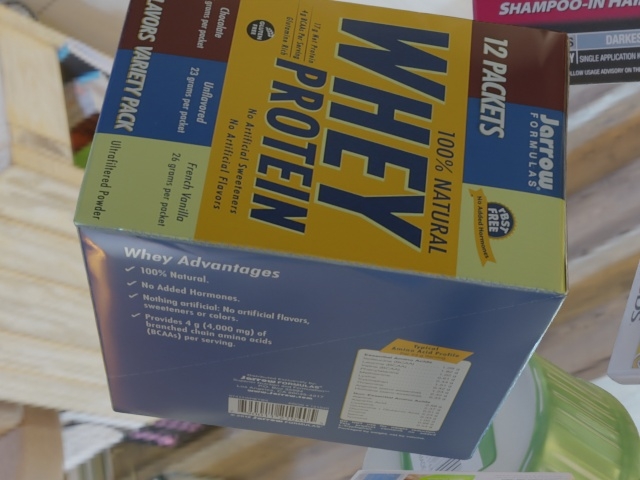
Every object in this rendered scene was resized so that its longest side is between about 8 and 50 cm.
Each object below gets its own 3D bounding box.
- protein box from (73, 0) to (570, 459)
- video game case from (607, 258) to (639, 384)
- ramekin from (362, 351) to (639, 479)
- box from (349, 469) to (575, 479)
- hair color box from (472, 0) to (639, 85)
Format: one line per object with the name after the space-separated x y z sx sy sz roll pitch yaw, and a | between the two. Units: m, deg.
0.000 0.000 0.562 0.199 0.136 0.201 8 150 -1 | protein box
0.361 0.026 0.988 0.026 0.206 0.227 32 158 -25 | video game case
0.183 0.254 1.253 0.148 0.303 0.303 36 129 -26 | ramekin
0.108 0.262 0.952 0.203 0.103 0.114 -6 -166 28 | box
0.195 -0.305 0.819 0.185 0.374 0.113 -2 -161 13 | hair color box
